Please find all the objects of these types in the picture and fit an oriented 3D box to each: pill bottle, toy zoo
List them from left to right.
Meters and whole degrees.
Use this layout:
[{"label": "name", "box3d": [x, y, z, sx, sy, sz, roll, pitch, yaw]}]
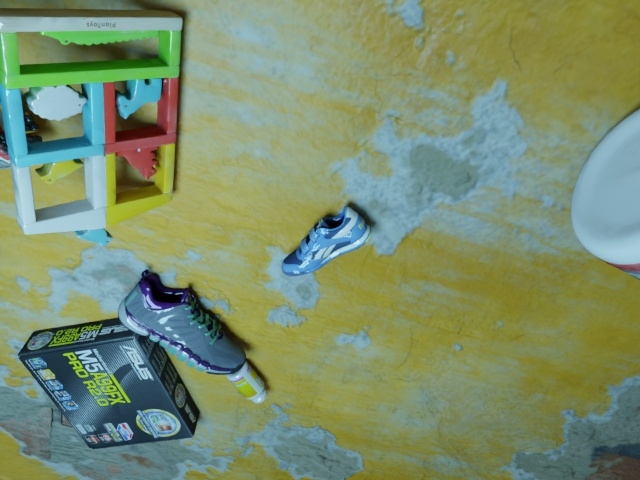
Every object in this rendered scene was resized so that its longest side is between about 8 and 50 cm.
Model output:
[{"label": "toy zoo", "box3d": [-0.263, -0.118, 0.629, 0.192, 0.030, 0.293, -20, 137, -39]}, {"label": "pill bottle", "box3d": [-0.129, 0.254, 0.947, 0.043, 0.043, 0.083, -22, 120, 17]}, {"label": "pill bottle", "box3d": [0.512, -0.005, 0.637, 0.363, 0.210, 0.210, 25, 122, -14]}]

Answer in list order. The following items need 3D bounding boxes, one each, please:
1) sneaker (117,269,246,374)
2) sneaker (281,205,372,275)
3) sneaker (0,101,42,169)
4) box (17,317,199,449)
[{"label": "sneaker", "box3d": [-0.205, 0.134, 0.848, 0.224, 0.083, 0.098, 30, 116, -16]}, {"label": "sneaker", "box3d": [0.000, 0.000, 0.762, 0.144, 0.053, 0.059, -30, 119, 12]}, {"label": "sneaker", "box3d": [-0.450, -0.177, 0.638, 0.093, 0.088, 0.225, -19, 115, 32]}, {"label": "box", "box3d": [-0.368, 0.262, 0.955, 0.216, 0.060, 0.270, -9, 124, 9]}]
